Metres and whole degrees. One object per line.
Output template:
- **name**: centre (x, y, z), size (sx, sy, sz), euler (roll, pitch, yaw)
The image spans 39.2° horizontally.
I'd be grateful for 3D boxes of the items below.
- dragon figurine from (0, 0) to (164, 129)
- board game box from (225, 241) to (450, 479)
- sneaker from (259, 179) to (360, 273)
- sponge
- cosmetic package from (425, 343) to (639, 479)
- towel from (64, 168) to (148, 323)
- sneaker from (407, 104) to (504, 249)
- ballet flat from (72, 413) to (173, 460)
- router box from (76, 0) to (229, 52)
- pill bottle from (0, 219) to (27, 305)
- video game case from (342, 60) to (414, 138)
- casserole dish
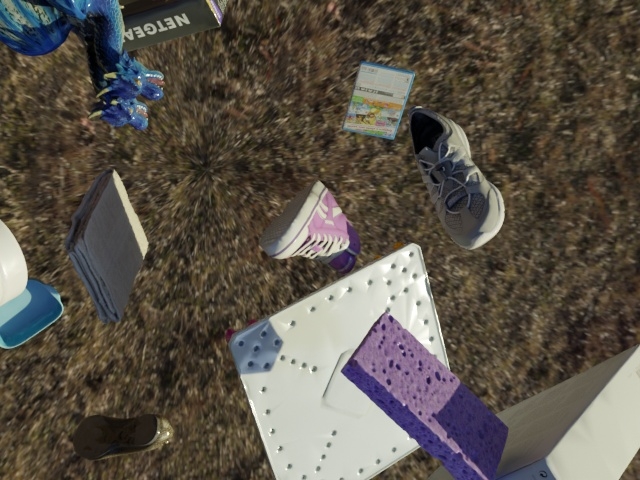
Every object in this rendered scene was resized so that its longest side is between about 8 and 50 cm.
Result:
- **dragon figurine**: centre (-0.244, -0.221, 0.786), size (0.289, 0.144, 0.085), euler (39, 127, -24)
- **board game box**: centre (0.050, 0.246, 1.593), size (0.390, 0.050, 0.390), euler (-26, 115, -23)
- **sneaker**: centre (0.001, -0.001, 1.526), size (0.102, 0.282, 0.161), euler (-35, 97, 24)
- **sponge**: centre (0.125, 0.184, 1.032), size (0.210, 0.117, 0.031), euler (43, 122, -1)
- **cosmetic package**: centre (0.281, 0.295, 1.203), size (0.284, 0.377, 0.097), euler (-35, 83, 38)
- **towel**: centre (-0.392, 0.008, 1.663), size (0.049, 0.282, 0.187), euler (-12, 119, 10)
- **sneaker**: centre (0.194, -0.101, 1.412), size (0.105, 0.281, 0.115), euler (-41, 133, 21)
- **ballet flat**: centre (-0.350, 0.346, 1.592), size (0.058, 0.250, 0.084), euler (26, 57, -45)
- **router box**: centre (-0.333, -0.511, 1.871), size (0.309, 0.243, 0.081), euler (-10, 136, 21)
- **pill bottle**: centre (-0.402, 0.062, 0.827), size (0.245, 0.136, 0.136), euler (-35, 100, -45)
- **video game case**: centre (0.123, -0.301, 1.939), size (0.119, 0.015, 0.166), euler (10, 127, -8)
- **casserole dish**: centre (-0.616, 0.144, 1.841), size (0.188, 0.037, 0.114), euler (-34, 119, 7)
